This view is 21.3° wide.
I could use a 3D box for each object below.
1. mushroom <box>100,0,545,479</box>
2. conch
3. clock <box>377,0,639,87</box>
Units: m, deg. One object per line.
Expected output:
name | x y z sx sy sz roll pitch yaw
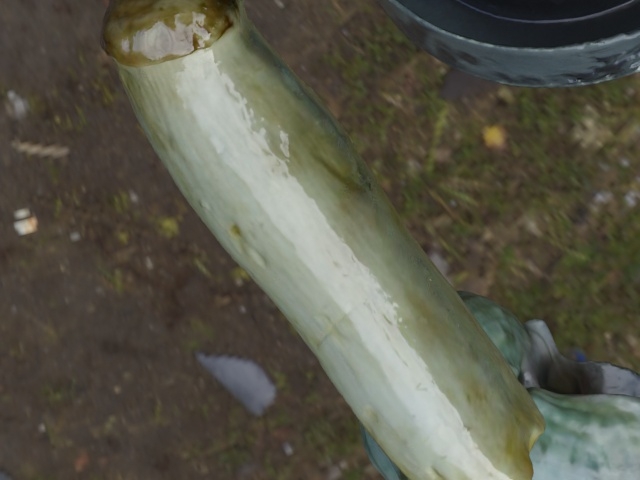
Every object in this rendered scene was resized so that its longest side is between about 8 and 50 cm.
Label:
mushroom | 0.000 0.000 0.825 0.081 0.100 0.312 -30 103 29
conch | 0.132 0.125 1.178 0.220 0.277 0.195 -22 98 -49
clock | 0.121 -0.182 0.872 0.226 0.226 0.049 -28 152 -2
